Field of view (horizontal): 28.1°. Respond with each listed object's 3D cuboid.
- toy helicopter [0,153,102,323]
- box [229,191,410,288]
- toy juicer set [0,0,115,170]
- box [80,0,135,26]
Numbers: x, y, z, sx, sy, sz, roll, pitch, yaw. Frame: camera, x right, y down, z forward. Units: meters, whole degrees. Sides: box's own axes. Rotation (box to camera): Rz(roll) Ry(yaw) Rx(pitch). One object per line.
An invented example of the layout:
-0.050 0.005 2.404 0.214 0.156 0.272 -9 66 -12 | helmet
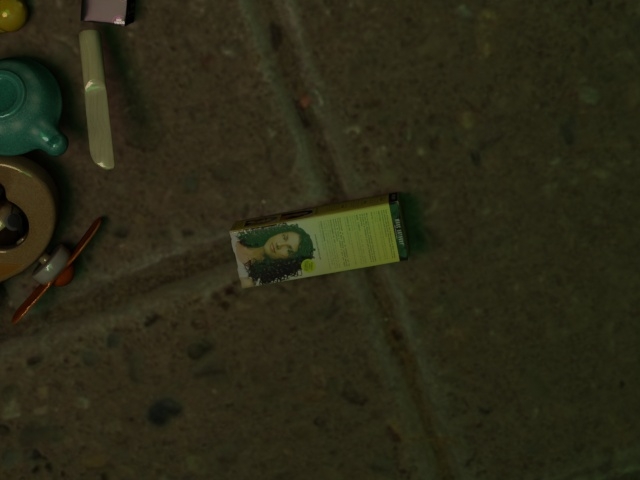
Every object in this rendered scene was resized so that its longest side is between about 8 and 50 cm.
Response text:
-0.446 0.042 1.751 0.235 0.140 0.355 17 117 -10 | toy helicopter
0.000 0.000 1.724 0.232 0.058 0.087 -11 105 6 | box
-0.395 -0.213 1.672 0.329 0.089 0.209 12 79 7 | toy juicer set
-0.273 -0.324 1.654 0.062 0.052 0.083 8 107 3 | box
